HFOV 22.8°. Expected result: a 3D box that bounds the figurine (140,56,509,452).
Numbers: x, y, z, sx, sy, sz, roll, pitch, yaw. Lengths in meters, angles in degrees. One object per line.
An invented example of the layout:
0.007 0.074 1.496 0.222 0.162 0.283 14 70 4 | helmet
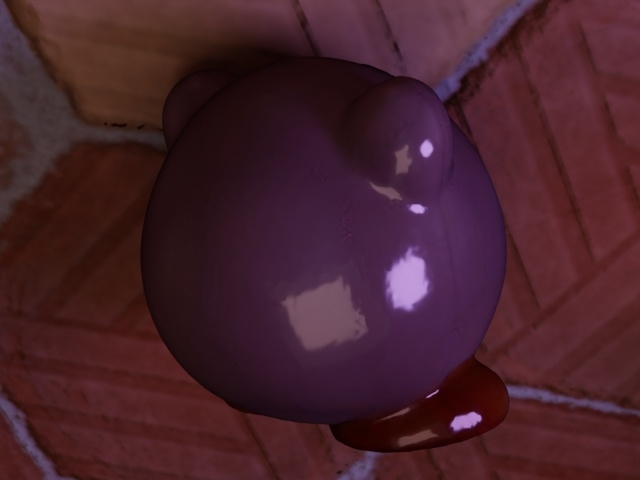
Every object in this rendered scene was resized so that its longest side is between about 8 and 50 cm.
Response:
0.000 0.000 0.721 0.173 0.173 0.173 2 127 3 | figurine
